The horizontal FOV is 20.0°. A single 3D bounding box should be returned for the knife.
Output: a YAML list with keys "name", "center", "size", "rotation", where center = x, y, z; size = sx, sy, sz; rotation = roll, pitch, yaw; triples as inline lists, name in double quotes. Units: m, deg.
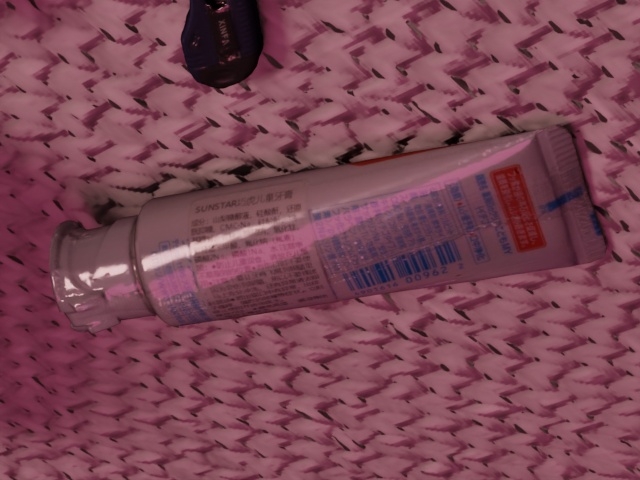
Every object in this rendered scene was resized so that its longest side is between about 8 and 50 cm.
- name: "knife"
  center: [-0.043, -0.103, 0.683]
  size: [0.031, 0.018, 0.121]
  rotation: [2, 140, 11]

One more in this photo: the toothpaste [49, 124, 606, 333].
- name: "toothpaste"
  center: [0.000, 0.000, 0.779]
  size: [0.234, 0.057, 0.089]
  rotation: [-8, 140, 16]
